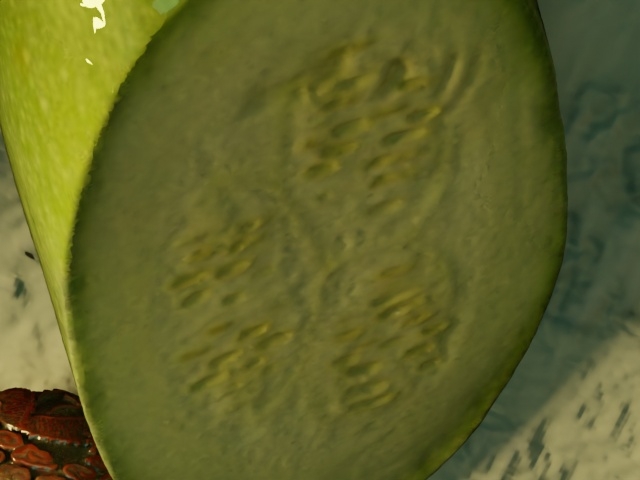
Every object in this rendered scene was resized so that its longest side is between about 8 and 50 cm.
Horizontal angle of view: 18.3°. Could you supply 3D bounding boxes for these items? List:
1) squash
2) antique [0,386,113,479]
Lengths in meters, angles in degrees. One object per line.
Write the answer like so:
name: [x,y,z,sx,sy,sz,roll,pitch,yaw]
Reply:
squash: [0.000,0.000,0.664,0.189,0.189,0.260,-14,103,4]
antique: [-0.108,0.103,0.741,0.104,0.104,0.104,0,107,-1]
